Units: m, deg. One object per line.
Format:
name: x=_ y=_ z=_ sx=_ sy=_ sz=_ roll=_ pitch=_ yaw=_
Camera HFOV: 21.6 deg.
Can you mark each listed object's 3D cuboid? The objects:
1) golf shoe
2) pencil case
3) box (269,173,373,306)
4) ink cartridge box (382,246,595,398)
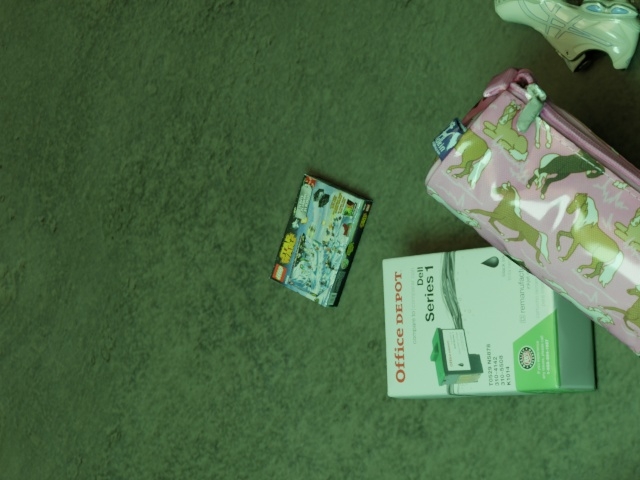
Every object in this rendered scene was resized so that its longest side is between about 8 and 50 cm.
golf shoe: x=0.260 y=-0.224 z=1.800 sx=0.176 sy=0.069 sz=0.086 roll=12 pitch=100 yaw=38
pencil case: x=0.288 y=-0.003 z=1.639 sx=0.386 sy=0.167 sz=0.160 roll=39 pitch=89 yaw=10
box: x=0.000 y=0.000 z=2.004 sx=0.094 sy=0.027 sz=0.137 roll=26 pitch=102 yaw=34
ink cartridge box: x=0.179 y=0.089 z=1.819 sx=0.219 sy=0.092 sz=0.160 roll=-8 pitch=81 yaw=36
